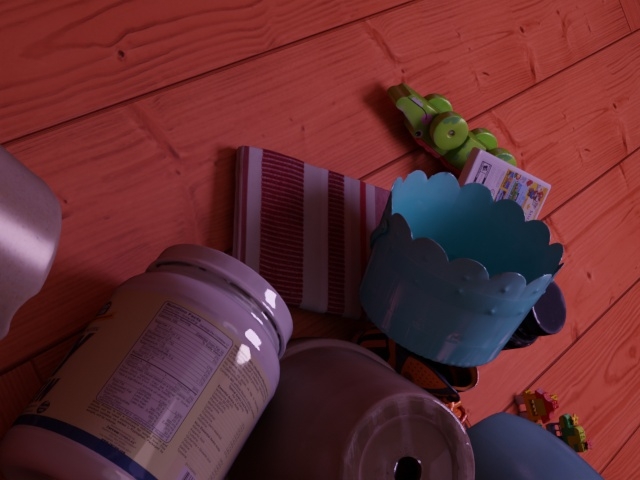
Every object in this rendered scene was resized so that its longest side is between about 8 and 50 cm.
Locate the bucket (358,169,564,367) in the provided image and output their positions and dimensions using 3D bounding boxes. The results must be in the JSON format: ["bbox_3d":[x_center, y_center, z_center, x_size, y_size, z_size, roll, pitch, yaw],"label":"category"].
[{"bbox_3d":[0.198,0.041,1.386,0.281,0.183,0.281,18,30,-10],"label":"bucket"}]

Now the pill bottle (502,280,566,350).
[{"bbox_3d":[0.294,0.125,1.563,0.123,0.219,0.122,12,71,-39],"label":"pill bottle"}]

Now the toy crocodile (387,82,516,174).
[{"bbox_3d":[0.246,-0.171,1.684,0.341,0.105,0.115,31,19,-32],"label":"toy crocodile"}]

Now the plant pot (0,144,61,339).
[{"bbox_3d":[-0.442,-0.034,0.911,0.305,0.334,0.333,39,55,-42],"label":"plant pot"}]

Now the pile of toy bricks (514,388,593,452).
[{"bbox_3d":[0.450,0.368,1.718,0.118,0.105,0.212,-13,88,-43],"label":"pile of toy bricks"}]

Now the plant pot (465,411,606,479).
[{"bbox_3d":[0.273,0.397,1.361,0.293,0.293,0.235,-13,55,-43],"label":"plant pot"}]

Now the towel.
[{"bbox_3d":[0.000,0.000,1.447,0.329,0.037,0.237,16,65,-38],"label":"towel"}]

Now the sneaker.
[{"bbox_3d":[0.191,0.257,1.463,0.321,0.180,0.124,48,52,-22],"label":"sneaker"}]

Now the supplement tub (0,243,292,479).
[{"bbox_3d":[-0.192,0.186,1.101,0.235,0.235,0.325,48,52,-22],"label":"supplement tub"}]

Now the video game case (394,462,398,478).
[{"bbox_3d":[0.162,0.448,1.450,0.173,0.022,0.190,34,49,-13],"label":"video game case"}]

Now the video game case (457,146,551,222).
[{"bbox_3d":[0.299,-0.029,1.669,0.206,0.026,0.227,20,96,-37],"label":"video game case"}]

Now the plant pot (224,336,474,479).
[{"bbox_3d":[0.045,0.283,1.208,0.323,0.280,0.323,4,81,-27],"label":"plant pot"}]
